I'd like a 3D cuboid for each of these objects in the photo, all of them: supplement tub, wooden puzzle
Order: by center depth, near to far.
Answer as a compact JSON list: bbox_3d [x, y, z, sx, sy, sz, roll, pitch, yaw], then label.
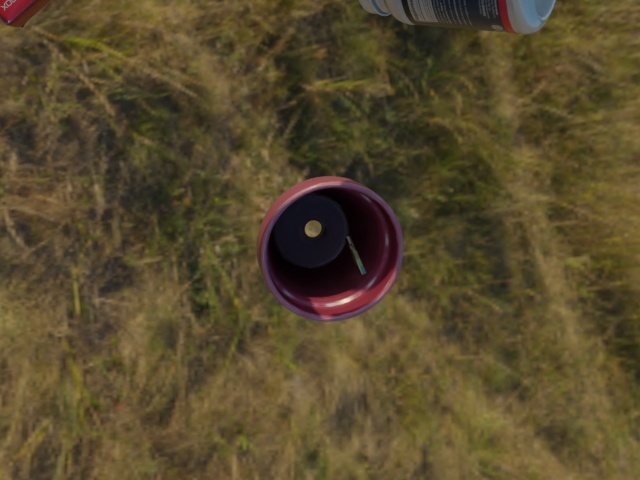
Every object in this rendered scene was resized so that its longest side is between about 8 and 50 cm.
[{"bbox_3d":[0.043,0.018,1.247,0.083,0.006,0.049,105,-39,-89],"label":"wooden puzzle"},{"bbox_3d":[0.205,-0.410,1.511,0.191,0.272,0.191,-36,131,-55],"label":"supplement tub"}]

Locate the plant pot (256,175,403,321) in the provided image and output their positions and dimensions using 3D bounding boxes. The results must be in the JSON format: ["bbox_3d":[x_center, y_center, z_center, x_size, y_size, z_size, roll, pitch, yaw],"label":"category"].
[{"bbox_3d":[0.000,0.000,1.479,0.180,0.201,0.201,-137,-150,-74],"label":"plant pot"}]

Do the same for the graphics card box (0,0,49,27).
[{"bbox_3d":[-0.393,-0.456,1.158,0.371,0.233,0.094,49,3,-14],"label":"graphics card box"}]
